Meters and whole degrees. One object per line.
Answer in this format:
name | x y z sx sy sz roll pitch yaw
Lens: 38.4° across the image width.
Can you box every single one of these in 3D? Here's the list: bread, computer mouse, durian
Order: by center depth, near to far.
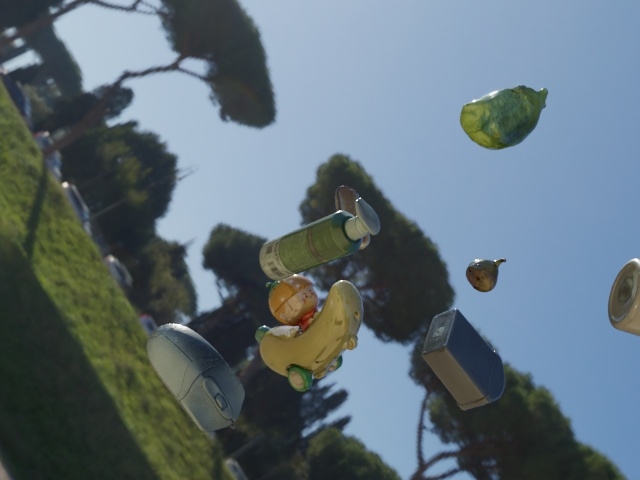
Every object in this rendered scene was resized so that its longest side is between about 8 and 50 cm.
computer mouse | -0.215 0.243 1.613 0.229 0.113 0.068 50 -27 -4
durian | 0.421 -0.277 2.096 0.101 0.250 0.139 52 -41 39
bread | 0.078 -0.055 2.378 0.053 0.073 0.214 101 -18 -47

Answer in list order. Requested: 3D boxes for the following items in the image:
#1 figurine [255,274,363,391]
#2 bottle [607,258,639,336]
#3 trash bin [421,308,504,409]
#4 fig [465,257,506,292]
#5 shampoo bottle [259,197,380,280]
figurine | -0.028 0.171 1.924 0.222 0.124 0.324 53 -44 14
bottle | 0.584 0.116 1.421 0.253 0.120 0.120 18 -20 -5
trash bin | 0.363 0.308 2.308 0.101 0.177 0.236 -25 -66 36
fig | 0.398 0.076 2.207 0.082 0.098 0.084 52 -7 5
shampoo bottle | 0.000 0.000 1.260 0.204 0.065 0.065 -22 -80 44
